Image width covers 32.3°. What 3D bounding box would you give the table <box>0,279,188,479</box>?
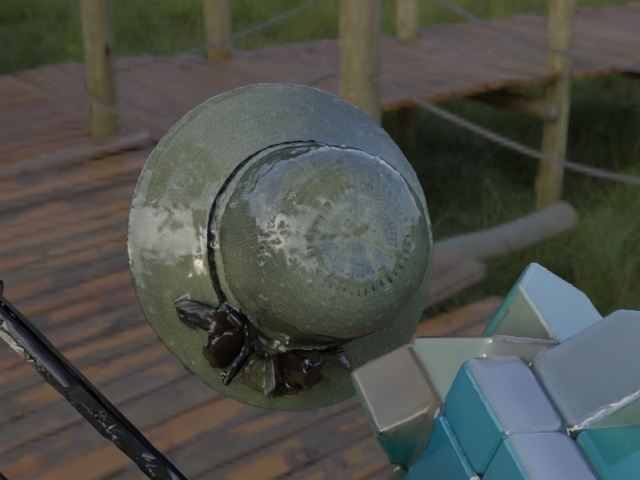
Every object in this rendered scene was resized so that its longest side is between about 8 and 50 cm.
[{"bbox_3d":[-0.166,0.204,0.553,0.335,0.222,0.272,45,-1,4],"label":"table"}]

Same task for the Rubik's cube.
[{"bbox_3d":[0.139,0.137,0.717,0.224,0.265,0.213,3,39,-25],"label":"Rubik's cube"}]

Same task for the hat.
[{"bbox_3d":[0.000,0.000,0.794,0.257,0.257,0.130,-11,1,-24],"label":"hat"}]
